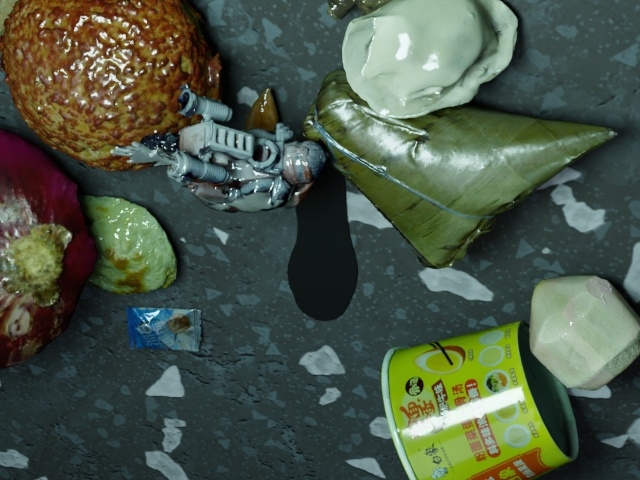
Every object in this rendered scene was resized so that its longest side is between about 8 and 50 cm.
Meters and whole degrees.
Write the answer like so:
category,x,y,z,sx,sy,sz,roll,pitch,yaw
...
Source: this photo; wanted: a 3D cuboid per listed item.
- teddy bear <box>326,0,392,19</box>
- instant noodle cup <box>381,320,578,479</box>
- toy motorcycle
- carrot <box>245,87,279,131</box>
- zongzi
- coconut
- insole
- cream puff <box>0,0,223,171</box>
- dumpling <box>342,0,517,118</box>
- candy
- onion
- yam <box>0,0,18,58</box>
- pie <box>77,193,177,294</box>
category,x,y,z,sx,sy,sz,roll,pitch,yaw
teddy bear,0.032,-0.362,1.775,0.160,0.078,0.119,31,110,-30
instant noodle cup,0.261,0.275,2.085,0.222,0.311,0.311,-24,118,21
toy motorcycle,-0.135,-0.116,1.795,0.207,0.134,0.401,-6,163,40
carrot,-0.091,-0.142,1.991,0.072,0.072,0.205,14,129,6
zongzi,0.182,-0.157,1.824,0.323,0.160,0.360,42,133,-17
coconut,0.395,0.130,2.004,0.183,0.171,0.171,49,129,6
insole,0.000,0.000,2.119,0.119,0.009,0.348,6,130,11
cream puff,-0.305,-0.234,1.883,0.350,0.228,0.350,8,131,9
dumpling,0.148,-0.253,1.758,0.250,0.132,0.162,-13,102,-12
candy,-0.273,0.155,2.316,0.136,0.038,0.088,2,115,7
onion,-0.582,-0.006,2.075,0.420,0.398,0.398,31,150,52
yam,-0.444,-0.373,1.921,0.066,0.066,0.299,33,129,-10
pie,-0.354,0.018,2.192,0.248,0.090,0.201,6,131,18
